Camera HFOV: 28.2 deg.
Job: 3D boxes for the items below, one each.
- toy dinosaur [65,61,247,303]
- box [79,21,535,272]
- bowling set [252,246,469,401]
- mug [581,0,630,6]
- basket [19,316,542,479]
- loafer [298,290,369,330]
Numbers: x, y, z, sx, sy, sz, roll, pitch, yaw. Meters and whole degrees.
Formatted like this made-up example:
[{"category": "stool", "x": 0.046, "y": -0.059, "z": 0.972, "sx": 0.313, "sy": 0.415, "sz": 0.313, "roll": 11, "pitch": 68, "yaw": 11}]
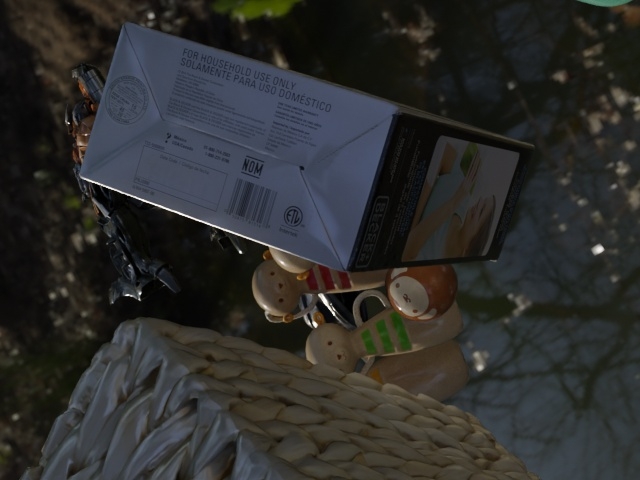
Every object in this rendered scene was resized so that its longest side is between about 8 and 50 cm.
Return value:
[{"category": "toy dinosaur", "x": -0.175, "y": -0.066, "z": 1.201, "sx": 0.322, "sy": 0.164, "sz": 0.218, "roll": -98, "pitch": -18, "yaw": -74}, {"category": "box", "x": 0.009, "y": -0.050, "z": 0.770, "sx": 0.169, "sy": 0.290, "sz": 0.087, "roll": 20, "pitch": 97, "yaw": 22}, {"category": "bowling set", "x": 0.018, "y": 0.026, "z": 1.010, "sx": 0.200, "sy": 0.154, "sz": 0.287, "roll": 177, "pitch": 74, "yaw": -89}, {"category": "mug", "x": 0.285, "y": -0.292, "z": 1.227, "sx": 0.158, "sy": 0.097, "sz": 0.129, "roll": 16, "pitch": 95, "yaw": 62}, {"category": "basket", "x": -0.008, "y": 0.254, "z": 0.616, "sx": 0.266, "sy": 0.331, "sz": 0.328, "roll": 41, "pitch": 102, "yaw": 38}, {"category": "loafer", "x": 0.000, "y": 0.000, "z": 1.370, "sx": 0.078, "sy": 0.076, "sz": 0.223, "roll": 2, "pitch": 122, "yaw": 37}]
